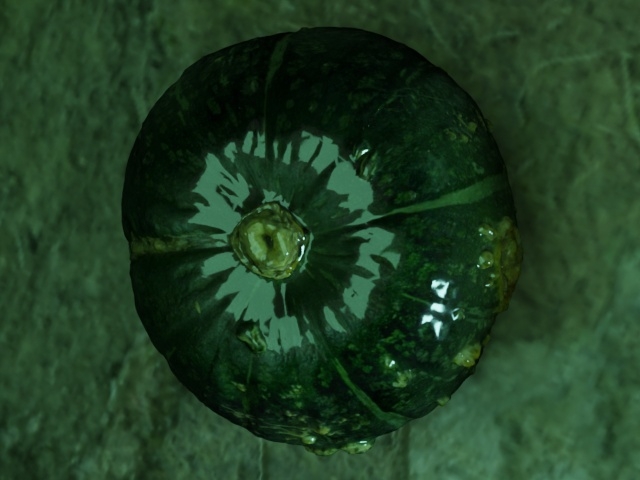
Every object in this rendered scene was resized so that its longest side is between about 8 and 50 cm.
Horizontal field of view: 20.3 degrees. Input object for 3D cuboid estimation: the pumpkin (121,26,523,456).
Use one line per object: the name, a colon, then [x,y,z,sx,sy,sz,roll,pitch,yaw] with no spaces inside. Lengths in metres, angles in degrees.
pumpkin: [0.000,-0.001,0.804,0.190,0.146,0.190,3,111,8]
